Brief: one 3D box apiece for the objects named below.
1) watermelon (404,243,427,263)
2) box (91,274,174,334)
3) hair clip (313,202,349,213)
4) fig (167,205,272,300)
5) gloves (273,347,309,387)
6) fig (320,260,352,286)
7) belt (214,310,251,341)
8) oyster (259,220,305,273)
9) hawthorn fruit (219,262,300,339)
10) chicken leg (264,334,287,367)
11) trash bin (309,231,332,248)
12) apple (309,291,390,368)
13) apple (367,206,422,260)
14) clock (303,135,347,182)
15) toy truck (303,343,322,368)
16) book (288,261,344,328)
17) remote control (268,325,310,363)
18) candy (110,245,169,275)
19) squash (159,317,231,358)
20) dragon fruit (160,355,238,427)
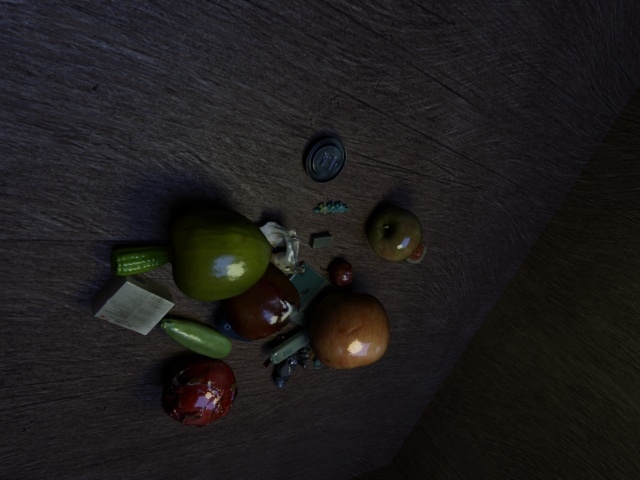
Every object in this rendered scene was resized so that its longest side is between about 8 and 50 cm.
[{"bbox_3d":[0.497,0.065,2.224,0.245,0.063,0.119,6,103,-38],"label":"watermelon"},{"bbox_3d":[-0.658,0.220,1.452,0.168,0.095,0.212,-47,135,0],"label":"box"},{"bbox_3d":[0.051,-0.140,1.758,0.172,0.049,0.049,-4,123,-33],"label":"hair clip"},{"bbox_3d":[-0.334,0.043,1.384,0.343,0.343,0.343,-19,130,-25],"label":"fig"},{"bbox_3d":[-0.164,0.645,2.110,0.285,0.119,0.142,-49,153,23],"label":"gloves"},{"bbox_3d":[0.091,0.160,1.939,0.150,0.128,0.128,-16,129,-28],"label":"fig"},{"bbox_3d":[-0.352,0.370,1.767,0.128,0.122,0.218,-44,135,15],"label":"belt"},{"bbox_3d":[-0.177,0.029,1.659,0.275,0.100,0.271,10,135,-9],"label":"oyster"},{"bbox_3d":[-0.241,0.223,1.618,0.308,0.308,0.325,-14,90,-29],"label":"hawthorn fruit"},{"bbox_3d":[-0.218,0.555,2.051,0.093,0.053,0.205,9,108,-17],"label":"chicken leg"},{"bbox_3d":[0.000,0.000,1.818,0.092,0.043,0.061,-6,124,-29],"label":"trash bin"},{"bbox_3d":[0.144,0.417,1.949,0.391,0.391,0.347,5,80,-38],"label":"apple"},{"bbox_3d":[0.354,-0.021,1.912,0.257,0.257,0.234,-51,138,5],"label":"apple"},{"bbox_3d":[0.016,-0.316,1.600,0.184,0.040,0.185,-19,129,-24],"label":"clock"},{"bbox_3d":[-0.003,0.572,2.174,0.080,0.115,0.178,18,107,-42],"label":"toy truck"},{"bbox_3d":[-0.066,0.276,1.973,0.264,0.031,0.379,-48,136,1],"label":"book"},{"bbox_3d":[-0.116,0.502,2.026,0.309,0.038,0.090,-29,128,-27],"label":"remote control"},{"bbox_3d":[-0.594,0.059,1.390,0.209,0.096,0.097,-10,126,-37],"label":"candy"},{"bbox_3d":[-0.511,0.393,1.675,0.118,0.118,0.370,-48,134,3],"label":"squash"},{"bbox_3d":[-0.511,0.637,1.733,0.301,0.295,0.296,11,114,-54],"label":"dragon fruit"}]
